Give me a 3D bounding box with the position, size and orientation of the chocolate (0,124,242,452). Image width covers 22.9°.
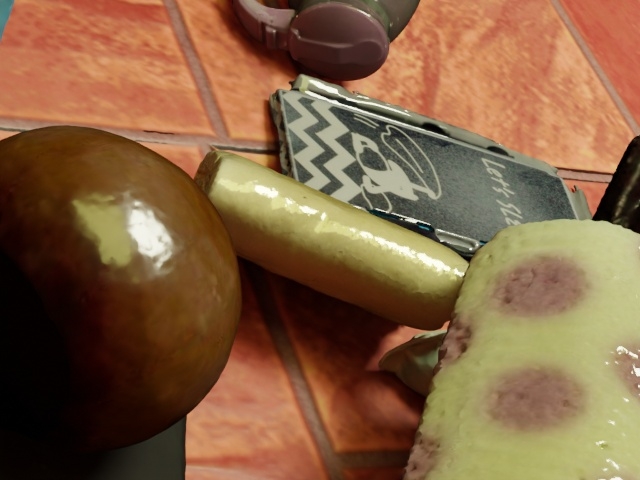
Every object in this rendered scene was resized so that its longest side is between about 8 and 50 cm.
[{"bbox_3d":[-0.109,0.018,0.787,0.177,0.177,0.177,18,39,-16],"label":"chocolate"}]

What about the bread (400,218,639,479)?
[{"bbox_3d":[0.127,0.157,0.851,0.155,0.187,0.338,2,36,17],"label":"bread"}]

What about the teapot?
[{"bbox_3d":[0.011,-0.201,1.246,0.148,0.116,0.146,25,48,-14],"label":"teapot"}]

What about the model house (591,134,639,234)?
[{"bbox_3d":[0.257,0.052,1.058,0.141,0.203,0.164,-44,52,-13],"label":"model house"}]

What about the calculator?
[{"bbox_3d":[0.093,-0.036,1.184,0.274,0.028,0.166,17,37,-20],"label":"calculator"}]

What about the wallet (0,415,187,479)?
[{"bbox_3d":[-0.174,0.108,0.820,0.228,0.062,0.406,16,39,-18],"label":"wallet"}]

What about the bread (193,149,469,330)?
[{"bbox_3d":[0.000,0.000,1.016,0.178,0.060,0.139,24,1,-8],"label":"bread"}]

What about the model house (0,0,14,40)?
[{"bbox_3d":[-0.309,-0.227,0.992,0.237,0.215,0.303,14,17,-20],"label":"model house"}]

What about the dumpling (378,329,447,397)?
[{"bbox_3d":[0.083,0.077,1.023,0.077,0.059,0.043,29,48,3],"label":"dumpling"}]
